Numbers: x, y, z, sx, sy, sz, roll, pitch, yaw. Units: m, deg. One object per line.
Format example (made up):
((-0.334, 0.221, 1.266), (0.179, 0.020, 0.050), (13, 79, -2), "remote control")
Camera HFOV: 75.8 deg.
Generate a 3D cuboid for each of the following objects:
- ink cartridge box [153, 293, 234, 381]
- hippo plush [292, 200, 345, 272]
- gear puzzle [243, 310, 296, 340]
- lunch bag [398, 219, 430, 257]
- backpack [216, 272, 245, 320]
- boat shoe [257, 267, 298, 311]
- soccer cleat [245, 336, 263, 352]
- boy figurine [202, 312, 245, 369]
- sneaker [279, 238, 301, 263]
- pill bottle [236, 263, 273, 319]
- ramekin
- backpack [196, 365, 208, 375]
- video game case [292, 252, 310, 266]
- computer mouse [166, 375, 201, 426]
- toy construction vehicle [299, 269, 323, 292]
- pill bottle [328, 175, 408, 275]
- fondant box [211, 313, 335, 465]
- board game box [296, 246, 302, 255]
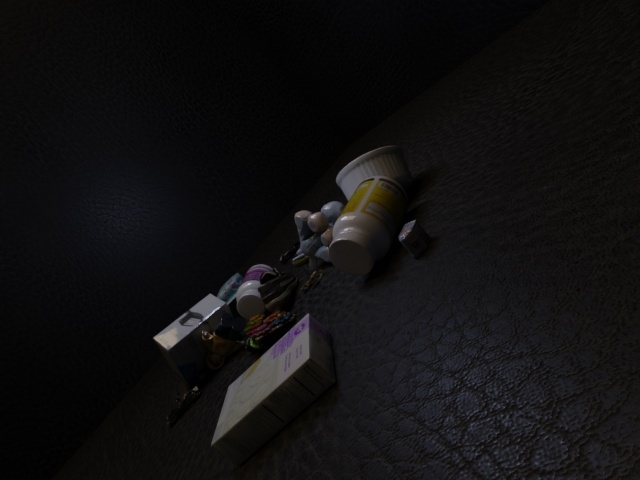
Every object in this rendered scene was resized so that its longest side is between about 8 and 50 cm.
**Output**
((-0.531, 0.420, 1.798), (0.129, 0.223, 0.307), (22, 48, 36), "ink cartridge box")
((0.044, -0.027, 1.694), (0.236, 0.234, 0.294), (-33, -40, -37), "hippo plush")
((-0.214, 0.305, 1.579), (0.175, 0.044, 0.339), (-28, 5, -21), "gear puzzle")
((0.251, -0.002, 1.104), (0.053, 0.071, 0.083), (-25, 21, 48), "lunch bag")
((-0.435, 0.289, 2.195), (0.225, 0.191, 0.253), (-45, 7, 8), "backpack")
((-0.183, 0.176, 1.750), (0.132, 0.130, 0.355), (-32, 8, 5), "boat shoe")
((-0.254, 0.394, 1.547), (0.072, 0.060, 0.179), (-59, 9, -3), "soccer cleat")
((-0.417, 0.426, 1.719), (0.285, 0.177, 0.092), (-59, 16, 29), "boy figurine")
((-0.164, 0.056, 2.330), (0.170, 0.051, 0.089), (-50, 8, -36), "sneaker")
((-0.294, 0.238, 1.897), (0.169, 0.169, 0.301), (-43, 12, 14), "pill bottle")
((0.211, -0.224, 1.555), (0.277, 0.135, 0.277), (-22, -14, -6), "ramekin")
((-0.585, 0.564, 1.925), (0.101, 0.120, 0.098), (-44, 13, 7), "backpack")
((0.000, 0.000, 2.013), (0.248, 0.035, 0.275), (-29, 20, 54), "video game case")
((-0.590, 0.653, 1.771), (0.188, 0.072, 0.272), (-47, 12, -3), "computer mouse")
((-0.032, 0.161, 1.619), (0.098, 0.035, 0.086), (-50, 2, -29), "toy construction vehicle")
((0.151, -0.049, 1.309), (0.188, 0.188, 0.334), (-34, 17, 44), "pill bottle")
((-0.115, 0.371, 1.059), (0.330, 0.096, 0.238), (-43, 12, 9), "fondant box")
((-0.073, 0.025, 2.038), (0.090, 0.020, 0.090), (-37, 14, 38), "board game box")
